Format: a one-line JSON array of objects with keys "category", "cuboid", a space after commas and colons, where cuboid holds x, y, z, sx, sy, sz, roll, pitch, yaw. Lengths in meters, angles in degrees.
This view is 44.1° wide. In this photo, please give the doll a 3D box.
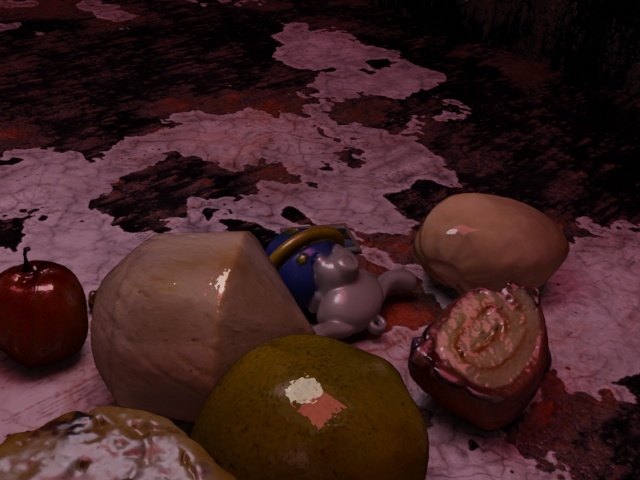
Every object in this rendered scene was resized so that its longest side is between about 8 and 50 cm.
[{"category": "doll", "cuboid": [0.035, 0.059, 1.423, 0.310, 0.160, 0.242, -14, 36, -35]}]

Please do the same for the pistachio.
[{"category": "pistachio", "cuboid": [0.330, 0.011, 1.522, 0.317, 0.214, 0.193, -5, -4, -27]}]

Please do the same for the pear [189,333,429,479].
[{"category": "pear", "cuboid": [-0.018, 0.262, 0.988, 0.294, 0.294, 0.294, 5, 32, -3]}]

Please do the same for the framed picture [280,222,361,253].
[{"category": "framed picture", "cuboid": [0.000, 0.000, 1.648, 0.149, 0.011, 0.109, -5, 34, -18]}]

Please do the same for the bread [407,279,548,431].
[{"category": "bread", "cuboid": [0.267, 0.178, 1.253, 0.190, 0.123, 0.244, 38, 60, 17]}]

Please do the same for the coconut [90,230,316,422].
[{"category": "coconut", "cuboid": [-0.164, 0.129, 1.169, 0.328, 0.329, 0.329, 5, 32, -3]}]

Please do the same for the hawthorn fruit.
[{"category": "hawthorn fruit", "cuboid": [-0.448, 0.097, 1.245, 0.156, 0.194, 0.157, 0, 23, 0]}]

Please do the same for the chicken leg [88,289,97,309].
[{"category": "chicken leg", "cuboid": [-0.302, 0.096, 1.385, 0.207, 0.085, 0.101, -10, 49, -9]}]

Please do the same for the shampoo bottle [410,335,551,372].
[{"category": "shampoo bottle", "cuboid": [0.273, 0.191, 1.356, 0.233, 0.049, 0.087, 3, 36, -5]}]

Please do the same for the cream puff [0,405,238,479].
[{"category": "cream puff", "cuboid": [-0.231, 0.354, 0.809, 0.324, 0.257, 0.291, 12, 29, 4]}]
